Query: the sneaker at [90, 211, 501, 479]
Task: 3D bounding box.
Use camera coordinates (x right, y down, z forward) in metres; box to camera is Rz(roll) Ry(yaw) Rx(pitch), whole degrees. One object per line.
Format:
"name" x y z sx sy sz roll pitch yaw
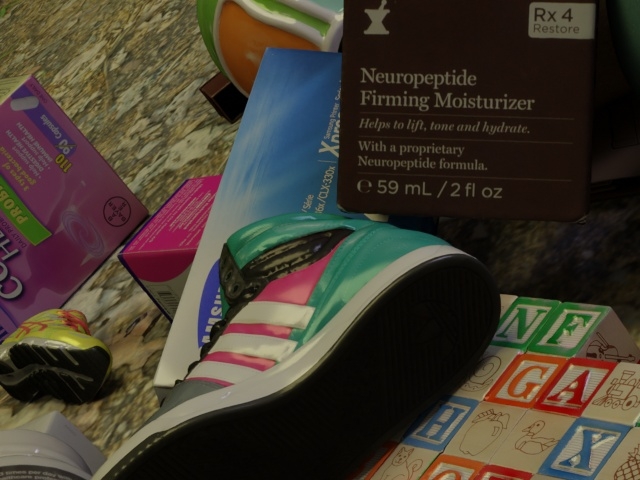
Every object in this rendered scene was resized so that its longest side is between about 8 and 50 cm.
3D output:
"sneaker" -0.044 0.081 1.027 0.295 0.124 0.178 -34 26 -9

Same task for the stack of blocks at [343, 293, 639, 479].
"stack of blocks" 0.133 0.126 0.961 0.171 0.087 0.297 -48 25 -22

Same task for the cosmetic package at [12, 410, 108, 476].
"cosmetic package" -0.300 0.245 1.380 0.231 0.085 0.117 -26 26 30

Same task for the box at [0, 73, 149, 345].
"box" -0.357 -0.027 1.790 0.243 0.213 0.117 -48 24 -22

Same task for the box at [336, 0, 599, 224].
"box" 0.105 -0.119 1.107 0.168 0.203 0.167 2 5 9

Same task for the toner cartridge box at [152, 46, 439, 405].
"toner cartridge box" 0.000 0.000 1.234 0.165 0.075 0.348 4 51 13

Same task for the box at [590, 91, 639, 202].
"box" 0.271 -0.107 1.273 0.164 0.021 0.201 -10 35 48

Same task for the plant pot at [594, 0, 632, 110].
"plant pot" 0.219 -0.211 1.266 0.254 0.237 0.237 -15 30 20

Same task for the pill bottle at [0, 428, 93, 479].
"pill bottle" -0.206 0.257 1.101 0.176 0.176 0.318 -37 24 3

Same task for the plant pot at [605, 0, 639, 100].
"plant pot" 0.305 -0.167 1.069 0.290 0.290 0.195 -56 2 -35

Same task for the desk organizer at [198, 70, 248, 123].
"desk organizer" -0.076 -0.200 1.916 0.130 0.047 0.050 -40 25 -3

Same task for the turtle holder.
"turtle holder" 0.047 -0.237 1.629 0.320 0.243 0.227 -5 28 -27

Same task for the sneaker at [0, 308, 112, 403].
"sneaker" -0.258 0.102 1.583 0.208 0.081 0.094 -4 38 53

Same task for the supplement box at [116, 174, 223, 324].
"supplement box" -0.061 0.013 1.419 0.220 0.111 0.114 -2 41 53
